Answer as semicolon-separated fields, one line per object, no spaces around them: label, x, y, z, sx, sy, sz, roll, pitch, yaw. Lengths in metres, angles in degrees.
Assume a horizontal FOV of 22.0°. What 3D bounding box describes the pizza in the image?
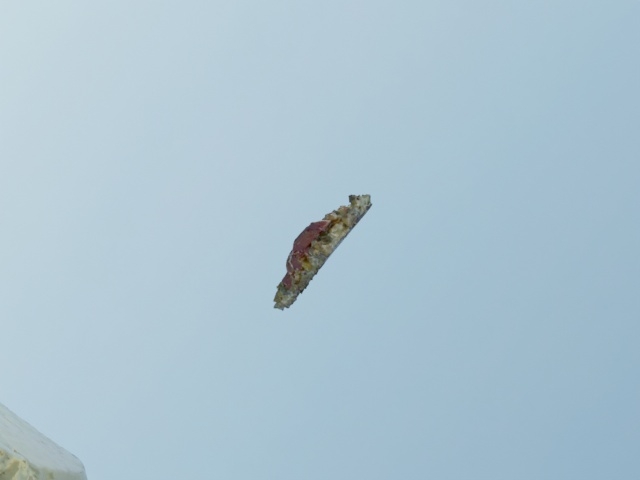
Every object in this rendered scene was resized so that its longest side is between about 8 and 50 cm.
pizza;0.003;-0.003;1.209;0.099;0.029;0.100;-50;180;-31

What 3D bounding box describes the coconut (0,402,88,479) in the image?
coconut;-0.270;0.221;1.148;0.259;0.259;0.259;-37;-146;30
